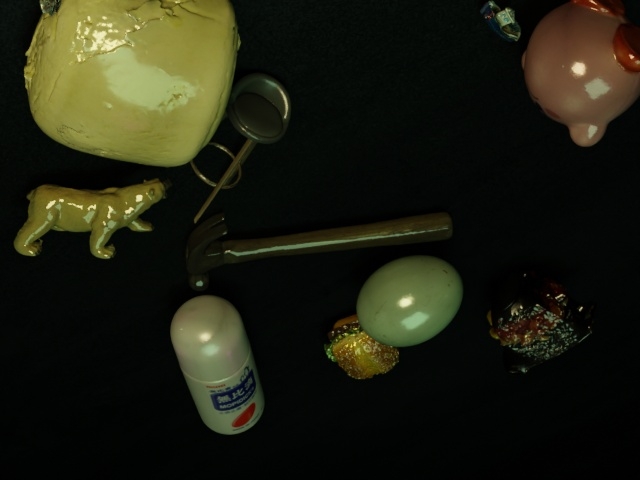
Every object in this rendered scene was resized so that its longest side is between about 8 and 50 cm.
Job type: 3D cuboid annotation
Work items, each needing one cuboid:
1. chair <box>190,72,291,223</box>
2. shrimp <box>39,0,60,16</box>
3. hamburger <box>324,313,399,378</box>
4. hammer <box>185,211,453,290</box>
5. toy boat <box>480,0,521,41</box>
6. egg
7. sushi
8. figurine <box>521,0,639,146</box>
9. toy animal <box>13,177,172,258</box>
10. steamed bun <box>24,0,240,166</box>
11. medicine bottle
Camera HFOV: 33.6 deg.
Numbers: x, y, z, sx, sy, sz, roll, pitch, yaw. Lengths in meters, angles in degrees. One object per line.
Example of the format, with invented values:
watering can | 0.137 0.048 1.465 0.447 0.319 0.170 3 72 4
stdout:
chair | -0.123 -0.124 1.456 0.104 0.095 0.221 16 135 -29
shrimp | -0.368 -0.292 1.160 0.174 0.076 0.082 9 178 -3
hamburger | 0.082 0.207 1.998 0.137 0.087 0.166 -19 145 8
hammer | 0.000 0.000 1.722 0.439 0.044 0.168 -7 146 -11
toy boat | 0.240 -0.292 1.397 0.038 0.038 0.083 -34 140 26
egg | 0.153 0.103 1.822 0.192 0.149 0.149 -24 144 11
sushi | 0.389 0.137 1.964 0.150 0.153 0.172 37 145 -28
figurine | 0.349 -0.233 1.406 0.173 0.173 0.173 -9 145 -7
toy animal | -0.321 -0.041 1.507 0.218 0.103 0.101 3 120 1
steamed bun | -0.229 -0.188 1.268 0.232 0.166 0.273 7 140 -30
medicine bottle | -0.182 0.218 1.887 0.130 0.130 0.341 -12 145 -3
